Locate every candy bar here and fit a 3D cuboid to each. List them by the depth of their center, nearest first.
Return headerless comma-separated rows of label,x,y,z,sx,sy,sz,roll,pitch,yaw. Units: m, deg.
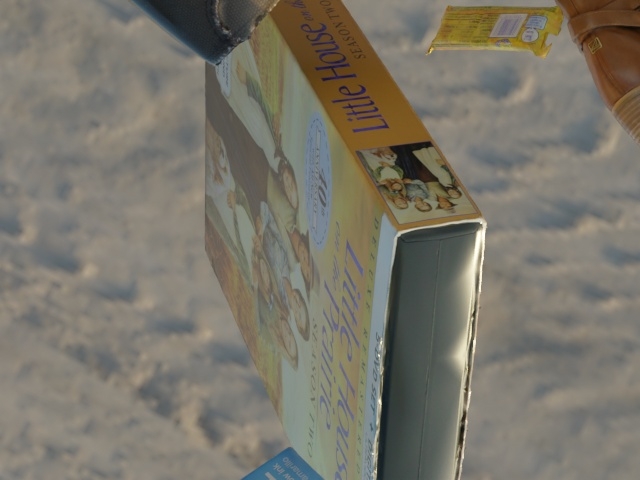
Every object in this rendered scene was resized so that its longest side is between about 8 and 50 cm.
candy bar,0.119,-0.148,1.399,0.018,0.040,0.161,30,172,-27

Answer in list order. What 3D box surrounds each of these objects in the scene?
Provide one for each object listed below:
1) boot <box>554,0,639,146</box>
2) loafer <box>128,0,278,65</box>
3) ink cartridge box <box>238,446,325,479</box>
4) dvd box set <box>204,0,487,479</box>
boot,0.250,-0.131,1.421,0.197,0.073,0.152,-7,-118,-59
loafer,0.026,-0.217,1.259,0.130,0.366,0.134,60,158,-4
ink cartridge box,-0.038,0.157,0.666,0.090,0.143,0.092,43,151,30
dvd box set,0.000,0.000,1.359,0.062,0.420,0.308,-8,127,-15
